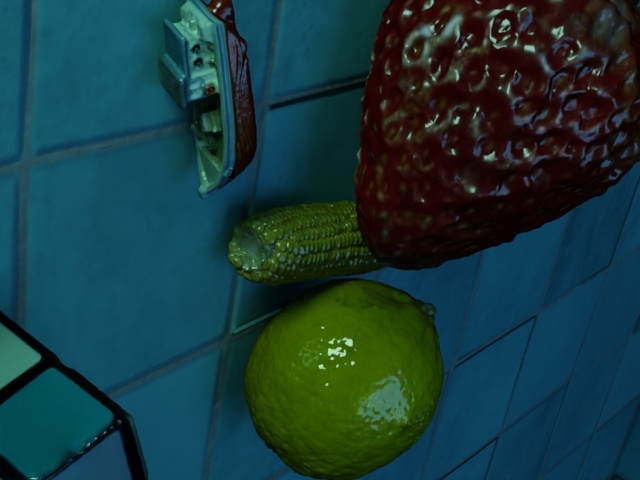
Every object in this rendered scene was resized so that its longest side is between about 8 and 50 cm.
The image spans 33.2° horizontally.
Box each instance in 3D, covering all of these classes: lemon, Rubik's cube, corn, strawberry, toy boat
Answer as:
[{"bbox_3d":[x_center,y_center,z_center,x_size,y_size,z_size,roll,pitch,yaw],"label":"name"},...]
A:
[{"bbox_3d":[0.026,0.139,1.089,0.231,0.192,0.192,-43,151,12],"label":"lemon"},{"bbox_3d":[-0.238,0.189,0.776,0.183,0.167,0.180,-41,143,-30],"label":"Rubik's cube"},{"bbox_3d":[0.000,0.000,1.049,0.238,0.080,0.080,-2,117,-53],"label":"corn"},{"bbox_3d":[0.182,-0.125,1.009,0.291,0.291,0.310,20,72,-59],"label":"strawberry"},{"bbox_3d":[-0.089,-0.108,0.845,0.058,0.069,0.173,-20,132,-20],"label":"toy boat"}]
